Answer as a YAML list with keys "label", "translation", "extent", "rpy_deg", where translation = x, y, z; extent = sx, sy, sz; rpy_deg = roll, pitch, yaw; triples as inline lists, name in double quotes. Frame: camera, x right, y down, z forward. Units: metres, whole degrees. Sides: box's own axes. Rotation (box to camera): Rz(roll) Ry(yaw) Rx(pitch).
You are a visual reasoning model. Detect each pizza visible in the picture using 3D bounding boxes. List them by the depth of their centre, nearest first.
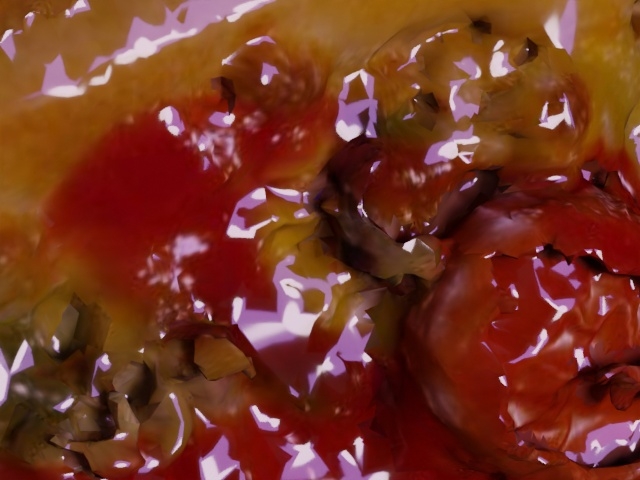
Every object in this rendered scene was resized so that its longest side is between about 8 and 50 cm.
- label: "pizza"
  translation: [0.046, 0.080, 0.469]
  extent: [0.439, 0.130, 0.406]
  rpy_deg: [-19, 109, -22]
